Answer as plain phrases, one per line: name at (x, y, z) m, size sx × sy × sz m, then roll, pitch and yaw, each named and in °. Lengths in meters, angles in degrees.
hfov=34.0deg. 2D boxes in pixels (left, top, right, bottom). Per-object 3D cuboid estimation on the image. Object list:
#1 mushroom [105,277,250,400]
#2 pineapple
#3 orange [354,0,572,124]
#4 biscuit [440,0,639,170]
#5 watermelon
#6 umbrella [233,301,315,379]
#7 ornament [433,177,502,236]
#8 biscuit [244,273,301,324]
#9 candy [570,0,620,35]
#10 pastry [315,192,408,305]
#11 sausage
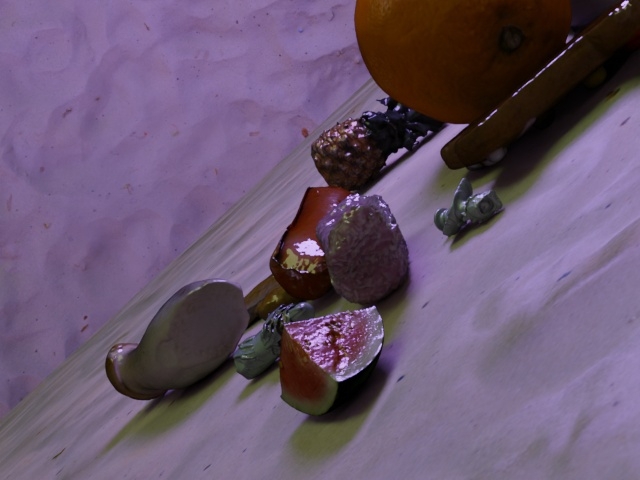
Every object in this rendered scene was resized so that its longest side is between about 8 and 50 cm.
mushroom at (-0.212, 0.154, 1.555) m, size 0.350 × 0.128 × 0.128 m, roll -34°, pitch 12°, yaw 47°
pineapple at (0.106, -0.187, 1.833) m, size 0.248 × 0.128 × 0.128 m, roll -32°, pitch 13°, yaw 24°
orange at (0.202, -0.318, 1.483) m, size 0.312 × 0.312 × 0.312 m, roll -40°, pitch 10°, yaw 9°
biscuit at (0.333, -0.225, 1.264) m, size 0.432 × 0.064 × 0.283 m, roll -40°, pitch 1°, yaw 3°
watermelon at (-0.007, 0.118, 1.011) m, size 0.135 × 0.094 × 0.125 m, roll -40°, pitch 17°, yaw 35°
umbrella at (-0.056, 0.119, 1.291) m, size 0.067 × 0.062 × 0.143 m, roll -6°, pitch -28°, yaw -46°
ornament at (0.160, -0.034, 1.177) m, size 0.068 × 0.041 × 0.092 m, roll -61°, pitch 19°, yaw 3°
biscuit at (-0.077, 0.088, 1.566) m, size 0.174 × 0.039 × 0.183 m, roll -38°, pitch 9°, yaw 12°
candy at (0.467, -0.488, 1.578) m, size 0.386 × 0.186 × 0.427 m, roll -50°, pitch 8°, yaw -20°
pastry at (0.052, 0.007, 1.240) m, size 0.103 × 0.112 × 0.265 m, roll -32°, pitch 4°, yaw 6°
sausage at (0.000, 0.000, 1.489) m, size 0.102 × 0.102 × 0.330 m, roll -38°, pitch 10°, yaw 20°
